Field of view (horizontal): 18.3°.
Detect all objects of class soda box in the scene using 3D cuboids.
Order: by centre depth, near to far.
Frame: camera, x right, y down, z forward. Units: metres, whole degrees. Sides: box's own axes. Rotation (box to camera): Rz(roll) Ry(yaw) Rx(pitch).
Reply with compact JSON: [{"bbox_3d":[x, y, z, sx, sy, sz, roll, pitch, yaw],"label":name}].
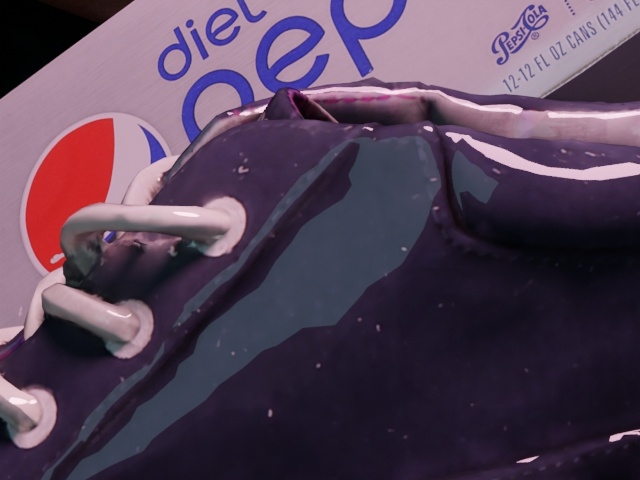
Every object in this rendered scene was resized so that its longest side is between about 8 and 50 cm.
[{"bbox_3d":[0.004,-0.026,0.534,0.286,0.091,0.098,-35,62,15],"label":"soda box"}]

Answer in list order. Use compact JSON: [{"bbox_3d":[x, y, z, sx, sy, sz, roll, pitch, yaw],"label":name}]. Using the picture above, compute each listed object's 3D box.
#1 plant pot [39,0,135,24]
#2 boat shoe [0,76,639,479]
[{"bbox_3d":[-0.052,-0.184,1.021,0.230,0.215,0.215,32,90,17],"label":"plant pot"},{"bbox_3d":[-0.050,0.044,0.443,0.340,0.127,0.158,-2,104,-3],"label":"boat shoe"}]
